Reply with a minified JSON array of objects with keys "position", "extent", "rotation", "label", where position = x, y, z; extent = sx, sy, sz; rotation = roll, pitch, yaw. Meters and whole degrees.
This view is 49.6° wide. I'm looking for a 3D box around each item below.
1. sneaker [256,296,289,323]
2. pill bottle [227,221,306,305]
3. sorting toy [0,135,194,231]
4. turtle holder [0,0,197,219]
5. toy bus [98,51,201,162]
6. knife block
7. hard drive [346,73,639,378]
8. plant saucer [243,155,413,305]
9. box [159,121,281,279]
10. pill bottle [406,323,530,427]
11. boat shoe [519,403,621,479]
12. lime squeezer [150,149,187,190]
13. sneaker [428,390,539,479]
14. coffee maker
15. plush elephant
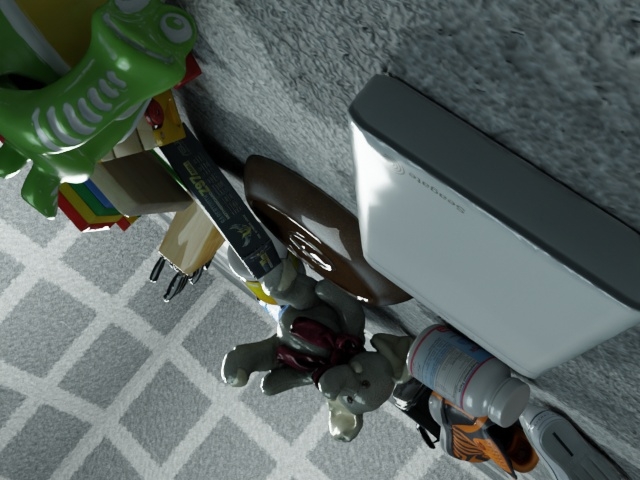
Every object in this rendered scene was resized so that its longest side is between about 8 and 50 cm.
[{"position":[-0.103,0.157,1.786],"extent":[0.147,0.130,0.330],"rotation":[39,170,-11],"label":"sneaker"},{"position":[-0.096,0.056,1.362],"extent":[0.117,0.117,0.215],"rotation":[35,168,24],"label":"pill bottle"},{"position":[-0.325,-0.119,0.964],"extent":[0.257,0.089,0.255],"rotation":[48,-173,1],"label":"sorting toy"},{"position":[-0.249,-0.180,0.591],"extent":[0.243,0.227,0.320],"rotation":[43,168,-16],"label":"turtle holder"},{"position":[-0.230,-0.191,0.797],"extent":[0.191,0.202,0.104],"rotation":[32,-160,1],"label":"toy bus"},{"position":[-0.281,0.010,1.462],"extent":[0.088,0.242,0.276],"rotation":[37,169,6],"label":"knife block"},{"position":[0.133,0.018,0.604],"extent":[0.233,0.047,0.353],"rotation":[36,169,15],"label":"hard drive"},{"position":[0.000,0.000,0.991],"extent":[0.310,0.050,0.310],"rotation":[38,169,9],"label":"plant saucer"},{"position":[-0.156,-0.056,1.099],"extent":[0.233,0.059,0.183],"rotation":[52,173,10],"label":"box"},{"position":[0.204,0.187,0.959],"extent":[0.160,0.087,0.087],"rotation":[30,166,41],"label":"pill bottle"},{"position":[0.369,0.319,1.017],"extent":[0.226,0.083,0.076],"rotation":[56,176,-20],"label":"boat shoe"},{"position":[-0.370,-0.205,1.335],"extent":[0.310,0.059,0.110],"rotation":[51,-177,-44],"label":"lime squeezer"},{"position":[0.310,0.366,1.245],"extent":[0.180,0.124,0.321],"rotation":[32,168,38],"label":"sneaker"},{"position":[0.264,0.361,1.481],"extent":[0.178,0.120,0.171],"rotation":[41,146,-15],"label":"coffee maker"},{"position":[0.025,0.224,1.279],"extent":[0.330,0.272,0.255],"rotation":[15,-159,-46],"label":"plush elephant"}]
